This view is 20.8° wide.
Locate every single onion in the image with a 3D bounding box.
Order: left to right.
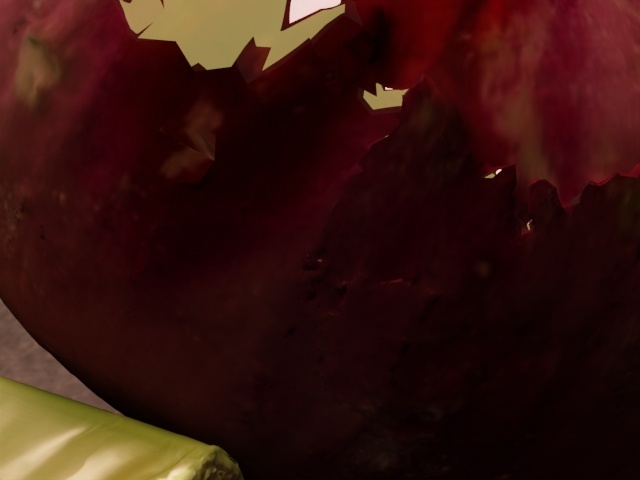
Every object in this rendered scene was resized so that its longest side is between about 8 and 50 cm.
[{"bbox_3d":[0.027,-0.027,0.682,0.358,0.345,0.358,1,39,-1],"label":"onion"}]

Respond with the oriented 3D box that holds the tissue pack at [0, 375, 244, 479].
[{"bbox_3d":[-0.128,0.133,0.611,0.234,0.159,0.125,13,45,36],"label":"tissue pack"}]
